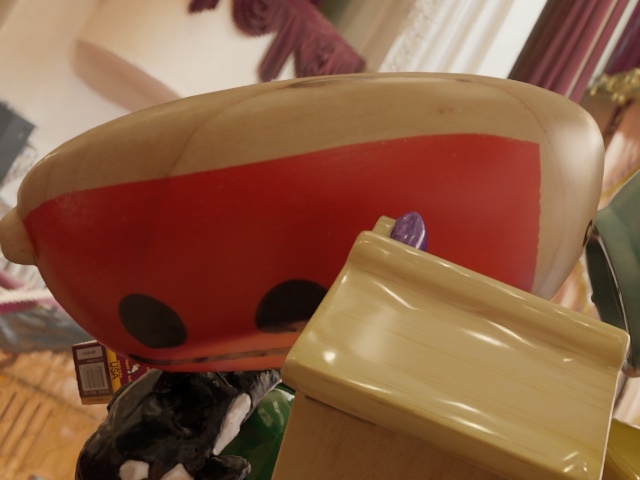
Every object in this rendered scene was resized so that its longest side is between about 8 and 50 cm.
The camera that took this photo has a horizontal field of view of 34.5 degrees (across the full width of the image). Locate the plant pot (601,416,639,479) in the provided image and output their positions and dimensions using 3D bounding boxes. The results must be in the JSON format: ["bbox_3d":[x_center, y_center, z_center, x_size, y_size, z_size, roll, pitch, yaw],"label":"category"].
[{"bbox_3d":[0.269,0.278,0.841,0.212,0.212,0.187,21,3,-16],"label":"plant pot"}]

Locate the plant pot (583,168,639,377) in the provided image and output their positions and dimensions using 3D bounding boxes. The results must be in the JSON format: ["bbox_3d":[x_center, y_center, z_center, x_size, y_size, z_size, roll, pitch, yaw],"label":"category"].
[{"bbox_3d":[0.383,0.035,1.045,0.196,0.293,0.293,-15,-16,4],"label":"plant pot"}]

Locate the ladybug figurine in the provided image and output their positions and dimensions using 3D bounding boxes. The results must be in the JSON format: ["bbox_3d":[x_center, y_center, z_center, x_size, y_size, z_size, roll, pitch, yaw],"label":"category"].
[{"bbox_3d":[0.000,0.000,0.755,0.449,0.162,0.305,-6,-18,-10],"label":"ladybug figurine"}]

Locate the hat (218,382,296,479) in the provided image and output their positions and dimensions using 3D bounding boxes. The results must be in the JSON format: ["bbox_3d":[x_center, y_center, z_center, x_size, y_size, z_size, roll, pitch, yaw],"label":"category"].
[{"bbox_3d":[-0.045,0.194,1.163,0.173,0.208,0.183,30,-44,1],"label":"hat"}]

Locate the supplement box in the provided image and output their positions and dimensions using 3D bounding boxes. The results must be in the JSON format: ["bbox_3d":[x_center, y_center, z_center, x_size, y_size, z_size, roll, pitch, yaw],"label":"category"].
[{"bbox_3d":[-0.211,0.154,1.338,0.188,0.081,0.104,-9,-3,-38],"label":"supplement box"}]

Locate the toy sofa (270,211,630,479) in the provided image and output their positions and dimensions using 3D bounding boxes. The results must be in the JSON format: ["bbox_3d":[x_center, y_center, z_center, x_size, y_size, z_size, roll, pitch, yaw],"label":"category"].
[{"bbox_3d":[0.041,0.175,0.600,0.150,0.362,0.177,22,33,10],"label":"toy sofa"}]

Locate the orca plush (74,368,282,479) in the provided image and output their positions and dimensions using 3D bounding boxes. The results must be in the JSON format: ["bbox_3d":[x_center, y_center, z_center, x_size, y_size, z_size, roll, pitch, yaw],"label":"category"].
[{"bbox_3d":[-0.098,0.136,0.938,0.151,0.287,0.102,48,-36,39],"label":"orca plush"}]
